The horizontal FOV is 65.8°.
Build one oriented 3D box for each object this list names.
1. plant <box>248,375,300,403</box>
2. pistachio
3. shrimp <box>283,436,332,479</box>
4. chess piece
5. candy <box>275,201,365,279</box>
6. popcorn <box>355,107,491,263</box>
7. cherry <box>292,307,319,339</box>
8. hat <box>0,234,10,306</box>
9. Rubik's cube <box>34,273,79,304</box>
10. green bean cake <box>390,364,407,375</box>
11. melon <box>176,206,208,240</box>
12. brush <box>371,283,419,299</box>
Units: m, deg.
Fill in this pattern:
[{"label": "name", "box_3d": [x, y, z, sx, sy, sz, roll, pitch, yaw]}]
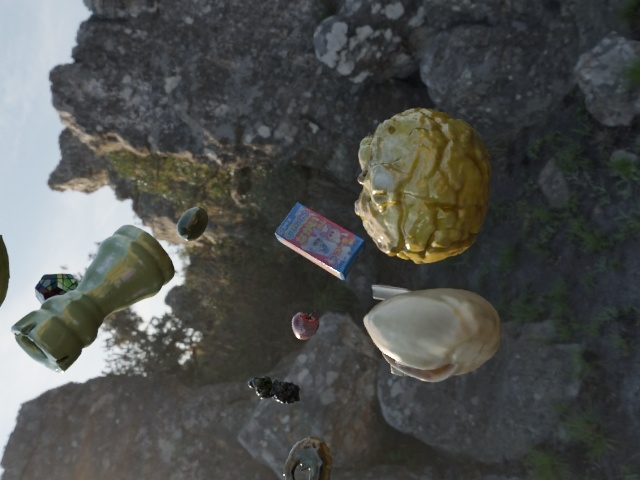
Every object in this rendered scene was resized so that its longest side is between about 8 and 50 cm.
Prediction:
[{"label": "plant", "box_3d": [-0.145, 0.475, 1.571, 0.087, 0.174, 0.085, -78, 8, -46]}, {"label": "pistachio", "box_3d": [0.235, 0.193, 1.087, 0.318, 0.193, 0.213, 1, 47, 45]}, {"label": "shrimp", "box_3d": [-0.042, 0.719, 1.491, 0.059, 0.145, 0.254, 94, -176, -52]}, {"label": "chess piece", "box_3d": [-0.657, 0.170, 1.461, 0.442, 0.234, 0.234, -53, -12, -41]}, {"label": "candy", "box_3d": [0.000, 0.000, 1.842, 0.157, 0.306, 0.100, -55, -18, -12]}, {"label": "popcorn", "box_3d": [0.267, -0.135, 1.253, 0.354, 0.390, 0.344, -44, 8, 28]}, {"label": "cherry", "box_3d": [-0.057, 0.337, 1.939, 0.087, 0.106, 0.126, -71, -18, -64]}, {"label": "hat", "box_3d": [-0.969, 0.078, 1.361, 0.252, 0.110, 0.251, 175, 90, -82]}, {"label": "Rubik's cube", "box_3d": [-0.835, 0.161, 1.571, 0.133, 0.133, 0.111, 141, 128, -78]}, {"label": "green bean cake", "box_3d": [0.339, 0.447, 2.001, 0.109, 0.085, 0.179, -26, -63, -51]}, {"label": "melon", "box_3d": [-0.452, -0.059, 1.750, 0.130, 0.098, 0.098, -64, 5, -12]}, {"label": "brush", "box_3d": [0.332, 0.200, 1.809, 0.321, 0.050, 0.060, 4, 110, 41]}]
